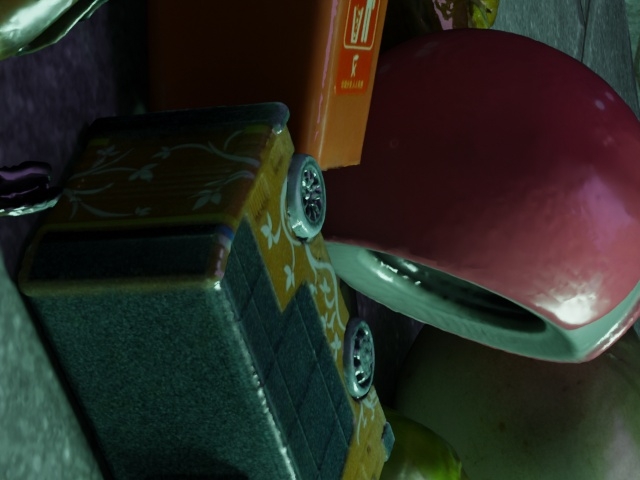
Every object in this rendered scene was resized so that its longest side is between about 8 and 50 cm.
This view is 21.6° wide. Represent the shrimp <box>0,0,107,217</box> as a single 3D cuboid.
[{"bbox_3d":[-0.119,-0.087,0.748,0.051,0.262,0.198,48,-6,18],"label":"shrimp"}]

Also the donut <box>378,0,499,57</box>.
[{"bbox_3d":[0.082,-0.246,1.473,0.208,0.128,0.261,59,33,-53],"label":"donut"}]

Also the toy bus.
[{"bbox_3d":[-0.057,0.073,0.993,0.167,0.138,0.275,-70,149,-47],"label":"toy bus"}]

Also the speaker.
[{"bbox_3d":[0.126,-0.030,1.300,0.294,0.294,0.294,-3,90,-72],"label":"speaker"}]

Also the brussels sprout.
[{"bbox_3d":[0.030,0.191,1.265,0.122,0.151,0.149,43,68,-25],"label":"brussels sprout"}]

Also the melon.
[{"bbox_3d":[0.192,0.185,1.533,0.268,0.268,0.330,34,38,-67],"label":"melon"}]

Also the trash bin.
[{"bbox_3d":[-0.044,-0.164,1.048,0.161,0.184,0.239,-16,114,-71],"label":"trash bin"}]

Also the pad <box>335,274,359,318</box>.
[{"bbox_3d":[0.000,0.000,1.386,0.158,0.003,0.235,-36,121,-68],"label":"pad"}]
